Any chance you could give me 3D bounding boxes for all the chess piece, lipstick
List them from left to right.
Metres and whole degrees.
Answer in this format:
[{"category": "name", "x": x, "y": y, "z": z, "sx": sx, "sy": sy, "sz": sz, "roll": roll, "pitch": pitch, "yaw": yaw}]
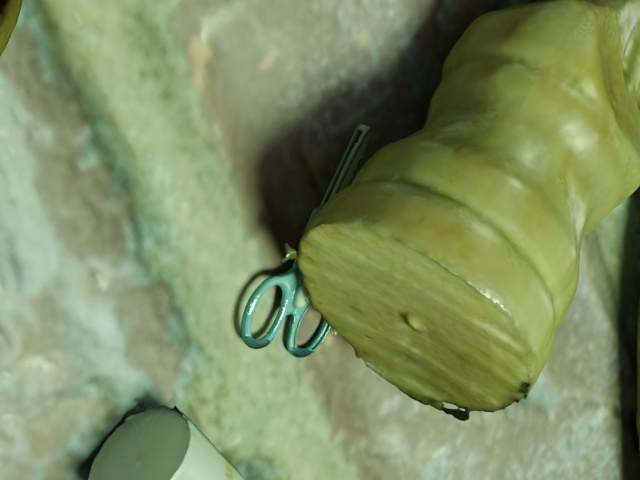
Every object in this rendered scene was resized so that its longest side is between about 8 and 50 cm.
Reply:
[{"category": "lipstick", "x": -0.018, "y": 0.180, "z": 0.703, "sx": 0.059, "sy": 0.059, "sz": 0.264, "roll": -47, "pitch": 126, "yaw": -14}, {"category": "chess piece", "x": 0.117, "y": -0.066, "z": 0.692, "sx": 0.301, "sy": 0.137, "sz": 0.137, "roll": -53, "pitch": 129, "yaw": -26}]

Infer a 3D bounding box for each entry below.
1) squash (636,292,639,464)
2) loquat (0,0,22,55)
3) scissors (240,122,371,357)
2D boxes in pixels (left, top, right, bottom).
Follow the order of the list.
[{"category": "squash", "x": 0.238, "y": 0.069, "z": 0.819, "sx": 0.118, "sy": 0.118, "sz": 0.370, "roll": -24, "pitch": 115, "yaw": -28}, {"category": "loquat", "x": -0.166, "y": -0.099, "z": 0.450, "sx": 0.163, "sy": 0.137, "sz": 0.163, "roll": -26, "pitch": 138, "yaw": -25}, {"category": "scissors", "x": 0.000, "y": 0.000, "z": 0.682, "sx": 0.058, "sy": 0.014, "sz": 0.119, "roll": 17, "pitch": 97, "yaw": -45}]
